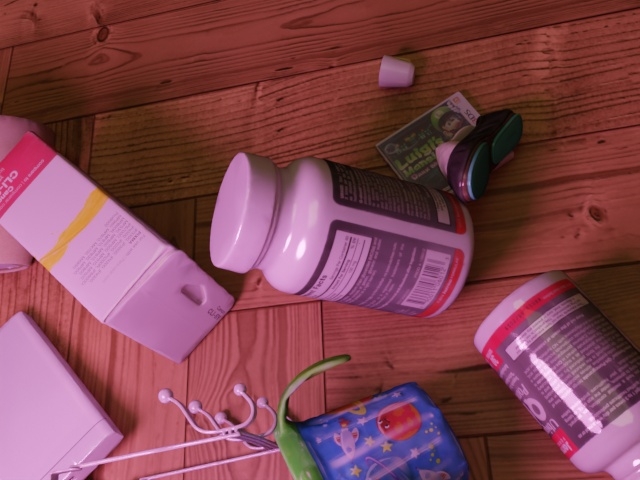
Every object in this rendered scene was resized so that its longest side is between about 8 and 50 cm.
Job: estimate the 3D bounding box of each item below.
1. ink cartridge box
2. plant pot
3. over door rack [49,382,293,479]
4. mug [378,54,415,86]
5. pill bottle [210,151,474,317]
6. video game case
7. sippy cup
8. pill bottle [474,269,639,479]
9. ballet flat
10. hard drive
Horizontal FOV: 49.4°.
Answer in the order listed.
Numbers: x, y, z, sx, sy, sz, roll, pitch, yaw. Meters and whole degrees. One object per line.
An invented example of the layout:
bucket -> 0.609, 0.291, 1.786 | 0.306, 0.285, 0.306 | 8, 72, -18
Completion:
ink cartridge box -> -0.371, 0.017, 1.218 | 0.384, 0.279, 0.160 | 35, 81, 26
plant pot -> -0.653, -0.078, 1.379 | 0.256, 0.256, 0.274 | -9, 80, 12
over door rack -> -0.220, 0.313, 1.068 | 0.324, 0.239, 0.108 | -25, 64, 4
mug -> 0.152, -0.331, 1.349 | 0.064, 0.062, 0.078 | 12, 77, 12
pill bottle -> 0.031, -0.010, 1.064 | 0.363, 0.210, 0.210 | 13, 65, -21
video game case -> 0.224, -0.164, 1.275 | 0.190, 0.022, 0.173 | -33, 62, 0
sippy cup -> 0.081, 0.326, 1.000 | 0.224, 0.305, 0.240 | -26, 33, -9
pill bottle -> 0.381, 0.210, 0.979 | 0.176, 0.176, 0.318 | -37, 62, -2
ballet flat -> 0.250, -0.139, 1.149 | 0.096, 0.095, 0.280 | 7, 30, 31
hard drive -> -0.533, 0.315, 1.238 | 0.233, 0.047, 0.353 | -46, 56, -10
